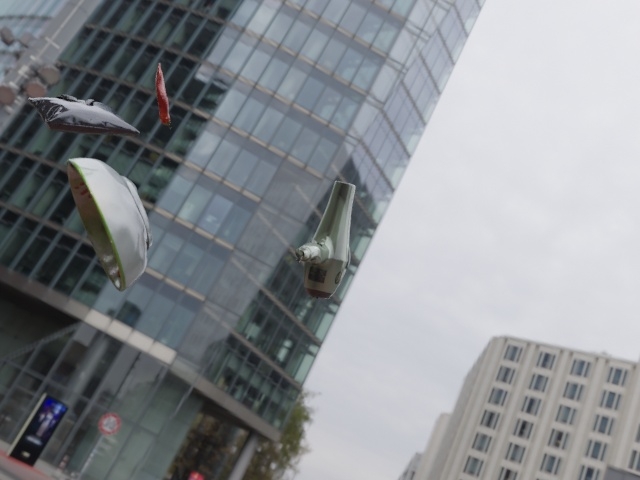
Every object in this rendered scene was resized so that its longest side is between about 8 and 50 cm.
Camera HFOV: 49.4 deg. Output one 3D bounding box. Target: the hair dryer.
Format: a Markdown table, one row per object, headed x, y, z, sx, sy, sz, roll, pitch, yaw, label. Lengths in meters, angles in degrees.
| x | y | z | sx | sy | sz | roll | pitch | yaw | label |
| --- | --- | --- | --- | --- | --- | --- | --- | --- | --- |
| 0.011 | -0.022 | 1.268 | 0.088 | 0.219 | 0.225 | 12 | -22 | 15 | hair dryer |

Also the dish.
| x | y | z | sx | sy | sz | roll | pitch | yaw | label |
| --- | --- | --- | --- | --- | --- | --- | --- | --- | --- |
| -0.470 | -0.052 | 1.622 | 0.324 | 0.124 | 0.324 | 46 | -31 | 38 | dish |

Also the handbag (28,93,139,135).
| x | y | z | sx | sy | sz | roll | pitch | yaw | label |
| --- | --- | --- | --- | --- | --- | --- | --- | --- | --- |
| -0.665 | -0.350 | 1.951 | 0.254 | 0.089 | 0.211 | 1 | 26 | -39 | handbag |

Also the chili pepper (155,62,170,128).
| x | y | z | sx | sy | sz | roll | pitch | yaw | label |
| --- | --- | --- | --- | --- | --- | --- | --- | --- | --- |
| -0.420 | -0.381 | 1.841 | 0.027 | 0.178 | 0.045 | -7 | 5 | -16 | chili pepper |
